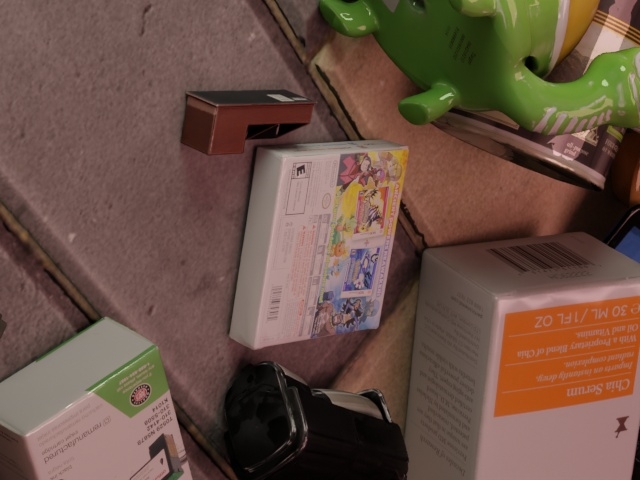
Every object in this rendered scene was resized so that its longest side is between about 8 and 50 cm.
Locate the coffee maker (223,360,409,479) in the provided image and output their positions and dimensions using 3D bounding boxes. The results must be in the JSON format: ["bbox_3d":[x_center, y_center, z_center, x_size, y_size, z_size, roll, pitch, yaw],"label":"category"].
[{"bbox_3d":[0.003,0.215,1.755,0.178,0.171,0.120,20,108,-47],"label":"coffee maker"}]

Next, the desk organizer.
[{"bbox_3d":[-0.069,-0.114,1.628,0.130,0.047,0.050,-6,114,-45],"label":"desk organizer"}]

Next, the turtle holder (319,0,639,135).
[{"bbox_3d":[0.171,-0.249,1.606,0.227,0.320,0.243,-30,133,-26],"label":"turtle holder"}]

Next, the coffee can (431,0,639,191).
[{"bbox_3d":[0.259,-0.216,1.811,0.201,0.201,0.275,21,91,-49],"label":"coffee can"}]

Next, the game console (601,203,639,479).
[{"bbox_3d":[0.404,0.142,2.096,0.293,0.250,0.173,-52,165,10],"label":"game console"}]

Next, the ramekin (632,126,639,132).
[{"bbox_3d":[0.394,-0.218,1.956,0.109,0.207,0.207,20,92,-8],"label":"ramekin"}]

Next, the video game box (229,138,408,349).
[{"bbox_3d":[0.000,0.000,1.750,0.187,0.048,0.205,-5,111,-43],"label":"video game box"}]

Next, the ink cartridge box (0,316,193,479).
[{"bbox_3d":[-0.211,0.209,1.584,0.160,0.093,0.219,-34,128,-31],"label":"ink cartridge box"}]

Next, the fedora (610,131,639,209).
[{"bbox_3d":[0.416,-0.085,2.124,0.194,0.079,0.194,-27,129,-40],"label":"fedora"}]

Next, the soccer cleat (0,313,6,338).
[{"bbox_3d":[-0.377,0.139,1.406,0.121,0.093,0.289,34,85,-17],"label":"soccer cleat"}]

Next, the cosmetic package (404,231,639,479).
[{"bbox_3d":[0.229,0.234,1.970,0.230,0.161,0.453,-7,113,-27],"label":"cosmetic package"}]
